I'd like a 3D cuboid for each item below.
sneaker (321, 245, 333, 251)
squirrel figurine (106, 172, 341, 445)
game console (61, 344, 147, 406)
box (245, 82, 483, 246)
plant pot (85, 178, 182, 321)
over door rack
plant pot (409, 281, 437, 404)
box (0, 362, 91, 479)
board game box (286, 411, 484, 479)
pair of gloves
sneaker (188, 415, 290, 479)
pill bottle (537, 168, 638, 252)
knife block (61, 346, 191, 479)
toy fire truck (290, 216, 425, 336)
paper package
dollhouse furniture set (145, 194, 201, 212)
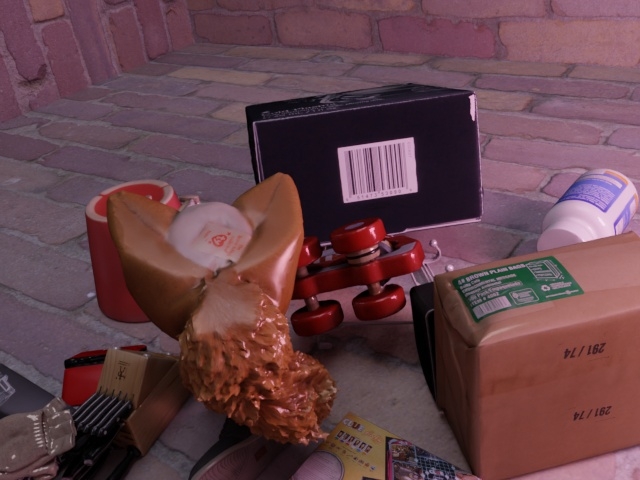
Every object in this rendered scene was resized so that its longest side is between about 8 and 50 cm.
[{"bbox_3d":[0.000,0.000,1.512,0.192,0.064,0.086,-4,27,0],"label":"sneaker"},{"bbox_3d":[-0.139,0.147,0.969,0.280,0.371,0.397,-13,50,-14],"label":"squirrel figurine"},{"bbox_3d":[-0.424,0.264,1.229,0.143,0.085,0.124,-7,1,0],"label":"game console"},{"bbox_3d":[0.076,-0.202,1.508,0.479,0.298,0.472,-9,16,-6],"label":"box"},{"bbox_3d":[-0.402,0.011,1.414,0.274,0.243,0.275,-5,33,3],"label":"plant pot"},{"bbox_3d":[0.128,0.091,1.302,0.324,0.108,0.239,-10,31,-4],"label":"over door rack"},{"bbox_3d":[0.255,0.157,1.117,0.187,0.188,0.167,-14,19,-9],"label":"plant pot"},{"bbox_3d":[-0.588,0.346,1.072,0.307,0.077,0.242,16,39,33],"label":"box"},{"bbox_3d":[0.095,0.370,0.923,0.243,0.042,0.165,18,40,35],"label":"board game box"},{"bbox_3d":[-0.428,0.375,0.909,0.204,0.042,0.240,-30,72,-11],"label":"pair of gloves"},{"bbox_3d":[-0.142,0.330,1.016,0.118,0.083,0.222,14,31,43],"label":"sneaker"},{"bbox_3d":[0.585,-0.040,1.372,0.152,0.152,0.272,19,40,36],"label":"pill bottle"},{"bbox_3d":[-0.325,0.315,1.082,0.088,0.242,0.275,9,-10,22],"label":"knife block"},{"bbox_3d":[0.052,0.046,1.205,0.302,0.169,0.254,-16,11,18],"label":"toy fire truck"},{"bbox_3d":[0.349,0.175,0.929,0.324,0.310,0.168,-12,32,-5],"label":"paper package"},{"bbox_3d":[-0.203,0.018,1.253,0.173,0.356,0.303,3,33,15],"label":"dollhouse furniture set"}]
